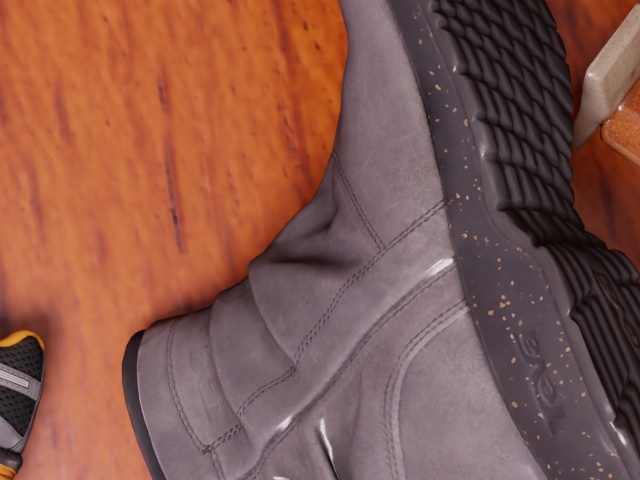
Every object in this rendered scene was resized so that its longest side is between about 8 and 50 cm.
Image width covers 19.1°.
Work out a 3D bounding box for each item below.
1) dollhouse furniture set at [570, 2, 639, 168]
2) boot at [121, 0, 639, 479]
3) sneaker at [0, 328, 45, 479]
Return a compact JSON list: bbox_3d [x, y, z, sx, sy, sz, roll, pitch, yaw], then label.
[{"bbox_3d":[0.217,0.020,0.838,0.262,0.135,0.259,36,77,9],"label":"dollhouse furniture set"},{"bbox_3d":[0.000,0.000,0.788,0.223,0.118,0.338,-30,61,29],"label":"boot"},{"bbox_3d":[-0.214,0.038,0.798,0.215,0.084,0.083,29,69,-10],"label":"sneaker"}]
